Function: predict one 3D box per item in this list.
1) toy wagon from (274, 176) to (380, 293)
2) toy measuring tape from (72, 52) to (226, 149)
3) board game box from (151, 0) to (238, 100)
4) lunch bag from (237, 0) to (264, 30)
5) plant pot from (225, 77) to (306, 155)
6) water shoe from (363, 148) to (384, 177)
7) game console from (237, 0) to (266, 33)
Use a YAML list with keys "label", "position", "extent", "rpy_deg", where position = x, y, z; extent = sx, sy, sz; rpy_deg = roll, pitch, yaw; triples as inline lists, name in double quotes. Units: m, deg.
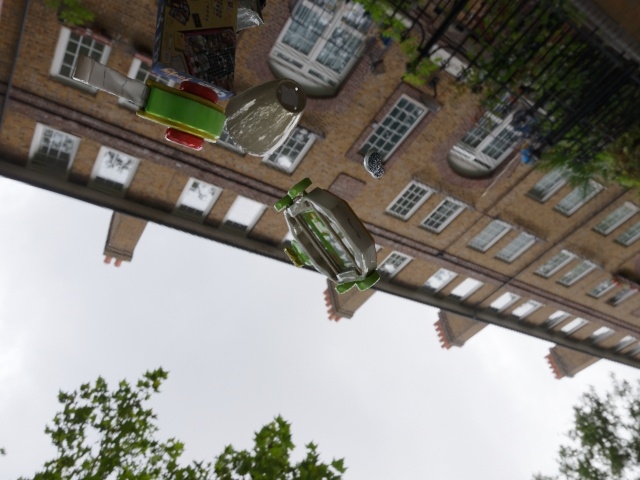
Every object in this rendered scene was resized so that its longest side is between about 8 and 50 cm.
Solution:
- label: "toy wagon"
  position: [0.000, 0.000, 1.109]
  extent: [0.068, 0.344, 0.267]
  rpy_deg: [-38, -85, -22]
- label: "toy measuring tape"
  position: [-0.243, -0.221, 0.786]
  extent: [0.121, 0.121, 0.330]
  rpy_deg: [47, -169, 11]
- label: "board game box"
  position: [-0.257, -0.435, 0.997]
  extent: [0.165, 0.042, 0.243]
  rpy_deg: [13, -111, -39]
- label: "lunch bag"
  position: [-0.301, -0.696, 1.238]
  extent: [0.169, 0.235, 0.286]
  rpy_deg: [-54, -48, -77]
- label: "plant pot"
  position: [-0.176, -0.468, 1.727]
  extent: [0.257, 0.274, 0.256]
  rpy_deg: [7, -103, -34]
- label: "water shoe"
  position: [0.192, -0.308, 1.855]
  extent: [0.080, 0.073, 0.203]
  rpy_deg: [49, 180, 23]
- label: "game console"
  position: [-0.341, -0.779, 1.773]
  extent: [0.213, 0.361, 0.044]
  rpy_deg: [18, 154, 52]
